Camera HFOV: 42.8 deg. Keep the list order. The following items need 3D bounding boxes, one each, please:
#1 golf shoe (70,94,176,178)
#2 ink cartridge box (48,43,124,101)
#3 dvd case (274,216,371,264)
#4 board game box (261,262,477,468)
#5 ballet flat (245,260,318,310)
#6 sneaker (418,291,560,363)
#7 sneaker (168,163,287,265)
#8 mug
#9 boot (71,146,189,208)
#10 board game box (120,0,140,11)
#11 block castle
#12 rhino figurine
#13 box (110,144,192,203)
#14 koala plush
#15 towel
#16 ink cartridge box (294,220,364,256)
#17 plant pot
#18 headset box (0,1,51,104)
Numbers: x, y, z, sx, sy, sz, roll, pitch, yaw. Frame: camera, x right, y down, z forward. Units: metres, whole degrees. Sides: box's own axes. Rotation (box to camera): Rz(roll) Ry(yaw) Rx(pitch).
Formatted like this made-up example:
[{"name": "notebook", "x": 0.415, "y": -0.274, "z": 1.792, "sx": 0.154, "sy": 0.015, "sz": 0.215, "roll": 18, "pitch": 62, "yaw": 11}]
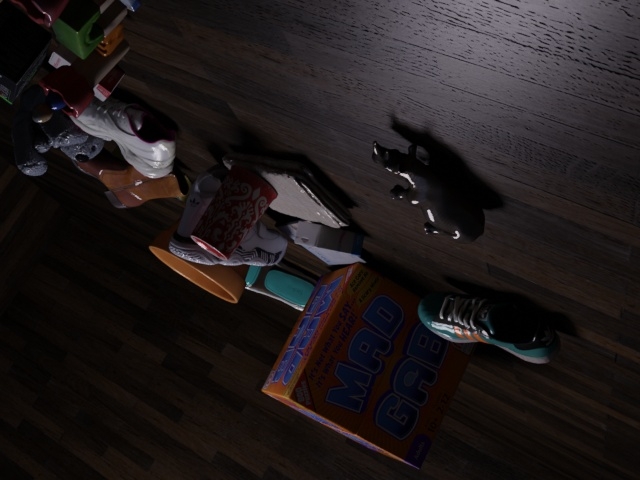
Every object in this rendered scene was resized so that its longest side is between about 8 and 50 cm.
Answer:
[{"name": "golf shoe", "x": -0.445, "y": -0.276, "z": 1.837, "sx": 0.306, "sy": 0.115, "sz": 0.140, "roll": 36, "pitch": 141, "yaw": -3}, {"name": "ink cartridge box", "x": -0.482, "y": -0.356, "z": 1.682, "sx": 0.135, "sy": 0.056, "sz": 0.099, "roll": 36, "pitch": 165, "yaw": -20}, {"name": "dvd case", "x": 0.000, "y": 0.000, "z": 1.961, "sx": 0.180, "sy": 0.022, "sz": 0.253, "roll": 35, "pitch": 166, "yaw": -15}, {"name": "board game box", "x": 0.116, "y": 0.309, "z": 2.049, "sx": 0.356, "sy": 0.356, "sz": 0.356, "roll": 30, "pitch": 167, "yaw": -9}, {"name": "ballet flat", "x": -0.162, "y": 0.099, "z": 2.483, "sx": 0.400, "sy": 0.139, "sz": 0.139, "roll": 27, "pitch": 166, "yaw": 15}, {"name": "sneaker", "x": 0.326, "y": 0.152, "z": 1.631, "sx": 0.302, "sy": 0.108, "sz": 0.121, "roll": 14, "pitch": 158, "yaw": 31}, {"name": "sneaker", "x": -0.186, "y": -0.057, "z": 1.912, "sx": 0.137, "sy": 0.210, "sz": 0.365, "roll": 23, "pitch": -167, "yaw": 34}, {"name": "mug", "x": -0.182, "y": -0.049, "z": 1.677, "sx": 0.113, "sy": 0.169, "sz": 0.150, "roll": 33, "pitch": 167, "yaw": -3}, {"name": "boot", "x": -0.504, "y": -0.199, "z": 2.113, "sx": 0.280, "sy": 0.096, "sz": 0.264, "roll": -9, "pitch": 119, "yaw": 43}, {"name": "board game box", "x": -0.332, "y": -0.404, "z": 1.262, "sx": 0.090, "sy": 0.020, "sz": 0.090, "roll": 28, "pitch": 166, "yaw": 16}, {"name": "block castle", "x": -0.458, "y": -0.368, "z": 1.188, "sx": 0.303, "sy": 0.213, "sz": 0.453, "roll": 39, "pitch": 166, "yaw": -3}, {"name": "rhino figurine", "x": 0.161, "y": -0.077, "z": 1.234, "sx": 0.243, "sy": 0.073, "sz": 0.106, "roll": 41, "pitch": 168, "yaw": -29}, {"name": "box", "x": -0.460, "y": -0.185, "z": 2.232, "sx": 0.232, "sy": 0.058, "sz": 0.087, "roll": 28, "pitch": 166, "yaw": 18}, {"name": "koala plush", "x": -0.611, "y": -0.265, "z": 1.985, "sx": 0.221, "sy": 0.196, "sz": 0.203, "roll": 15, "pitch": -131, "yaw": -57}, {"name": "towel", "x": -0.068, "y": -0.109, "z": 1.677, "sx": 0.282, "sy": 0.049, "sz": 0.187, "roll": 17, "pitch": 159, "yaw": 50}, {"name": "ink cartridge box", "x": 0.019, "y": -0.004, "z": 1.754, "sx": 0.122, "sy": 0.052, "sz": 0.088, "roll": 10, "pitch": -179, "yaw": -35}, {"name": "plant pot", "x": -0.305, "y": 0.014, "z": 2.291, "sx": 0.290, "sy": 0.204, "sz": 0.291, "roll": 29, "pitch": 167, "yaw": 7}, {"name": "headset box", "x": -0.740, "y": -0.440, "z": 1.792, "sx": 0.246, "sy": 0.131, "sz": 0.283, "roll": 37, "pitch": 166, "yaw": -19}]
